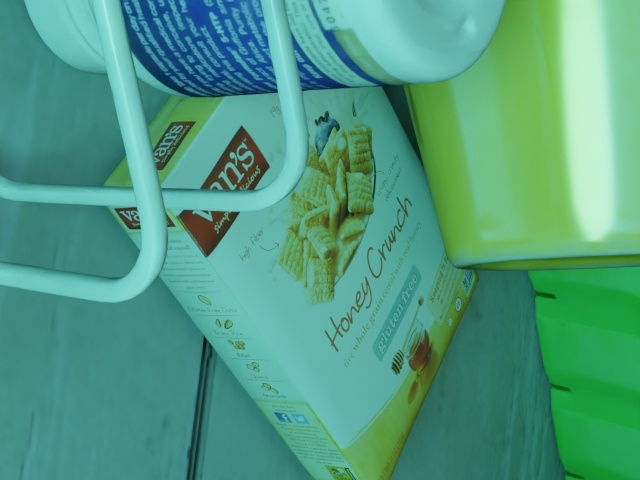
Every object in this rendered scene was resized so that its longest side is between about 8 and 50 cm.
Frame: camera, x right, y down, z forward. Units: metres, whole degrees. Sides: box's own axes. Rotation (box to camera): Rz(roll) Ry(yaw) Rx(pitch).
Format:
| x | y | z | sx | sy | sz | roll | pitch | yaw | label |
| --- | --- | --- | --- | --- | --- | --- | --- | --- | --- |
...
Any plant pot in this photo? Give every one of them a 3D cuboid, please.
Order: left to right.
| x | y | z | sx | sy | sz | roll | pitch | yaw | label |
| --- | --- | --- | --- | --- | --- | --- | --- | --- | --- |
| 0.145 | -0.106 | 0.629 | 0.254 | 0.254 | 0.239 | 2 | 84 | -53 | plant pot |

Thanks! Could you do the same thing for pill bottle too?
| x | y | z | sx | sy | sz | roll | pitch | yaw | label |
| --- | --- | --- | --- | --- | --- | --- | --- | --- | --- |
| -0.030 | -0.114 | 0.467 | 0.112 | 0.187 | 0.112 | -3 | 93 | -53 | pill bottle |

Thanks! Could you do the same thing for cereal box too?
| x | y | z | sx | sy | sz | roll | pitch | yaw | label |
| --- | --- | --- | --- | --- | --- | --- | --- | --- | --- |
| 0.000 | 0.000 | 0.625 | 0.240 | 0.047 | 0.173 | 58 | 47 | -36 | cereal box |

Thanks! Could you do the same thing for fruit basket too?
| x | y | z | sx | sy | sz | roll | pitch | yaw | label |
| --- | --- | --- | --- | --- | --- | --- | --- | --- | --- |
| 0.352 | 0.095 | 0.836 | 0.283 | 0.392 | 0.392 | -34 | 118 | -47 | fruit basket |

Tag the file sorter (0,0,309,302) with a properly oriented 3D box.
| x | y | z | sx | sy | sz | roll | pitch | yaw | label |
| --- | --- | --- | --- | --- | --- | --- | --- | --- | --- |
| -0.158 | -0.041 | 0.301 | 0.278 | 0.193 | 0.173 | -35 | 121 | -47 | file sorter |
